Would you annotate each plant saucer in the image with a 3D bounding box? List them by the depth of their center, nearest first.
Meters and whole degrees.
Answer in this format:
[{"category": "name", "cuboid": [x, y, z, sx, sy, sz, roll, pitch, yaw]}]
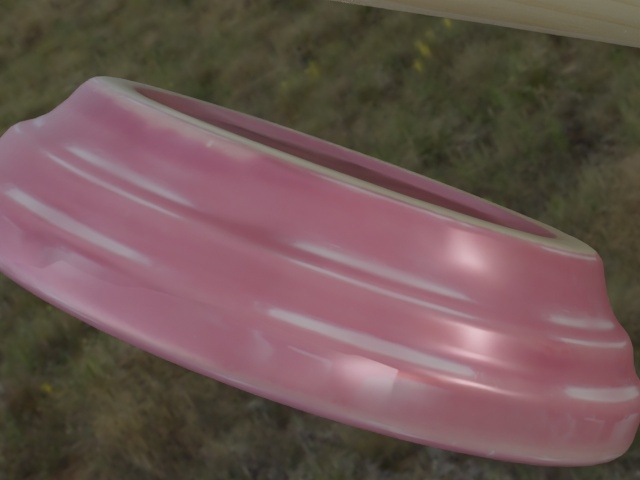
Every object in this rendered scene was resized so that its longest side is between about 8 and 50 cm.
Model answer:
[{"category": "plant saucer", "cuboid": [0.000, 0.000, 0.589, 0.332, 0.332, 0.084, -141, 68, -69]}]

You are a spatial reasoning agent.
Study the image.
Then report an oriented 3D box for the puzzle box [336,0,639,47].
[{"category": "puzzle box", "cuboid": [0.015, -0.244, 0.615, 0.272, 0.052, 0.409, -1, 45, -36]}]
